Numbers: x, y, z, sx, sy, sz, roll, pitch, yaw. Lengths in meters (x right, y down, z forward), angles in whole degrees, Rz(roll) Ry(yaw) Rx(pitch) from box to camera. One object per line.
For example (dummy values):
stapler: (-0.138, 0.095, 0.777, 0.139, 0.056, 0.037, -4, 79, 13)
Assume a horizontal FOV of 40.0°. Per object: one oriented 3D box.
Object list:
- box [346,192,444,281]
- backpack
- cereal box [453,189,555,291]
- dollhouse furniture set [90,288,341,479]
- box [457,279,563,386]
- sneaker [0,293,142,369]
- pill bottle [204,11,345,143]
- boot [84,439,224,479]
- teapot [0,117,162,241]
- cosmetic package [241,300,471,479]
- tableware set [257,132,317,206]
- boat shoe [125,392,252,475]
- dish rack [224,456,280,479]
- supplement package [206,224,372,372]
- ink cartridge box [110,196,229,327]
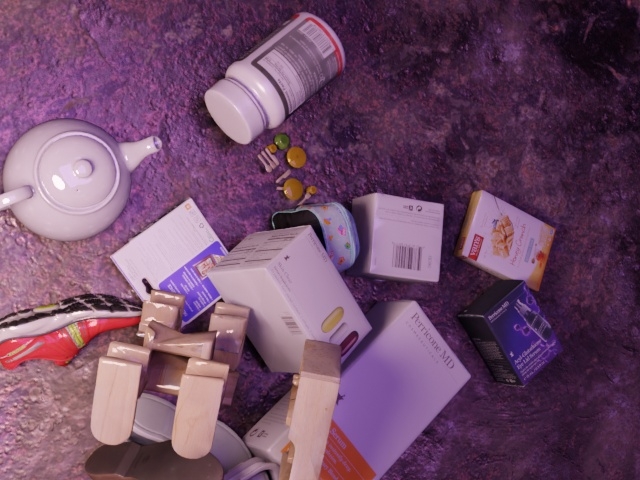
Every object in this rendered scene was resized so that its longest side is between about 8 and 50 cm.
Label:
box: (0.166, -0.002, 1.962, 0.181, 0.119, 0.182, 8, 82, -25)
backpack: (0.000, 0.000, 1.843, 0.144, 0.188, 0.166, -10, 89, -26)
cereal box: (0.450, 0.003, 2.138, 0.240, 0.047, 0.173, 24, 76, -22)
dollhouse furniture set: (-0.180, 0.293, 1.572, 0.394, 0.362, 0.256, 11, 104, -1)
box: (0.451, 0.218, 2.088, 0.153, 0.108, 0.207, -37, 102, -23)
sneaker: (-0.475, 0.177, 1.666, 0.279, 0.107, 0.118, -10, 109, -23)
pill bottle: (-0.095, -0.338, 1.841, 0.283, 0.161, 0.161, -43, 104, -22)
boot: (-0.288, 0.443, 1.621, 0.112, 0.305, 0.115, -55, 131, -44)
teapot: (-0.465, -0.117, 1.630, 0.252, 0.187, 0.256, 25, 76, -22)
cosmetic package: (0.081, 0.357, 1.868, 0.453, 0.161, 0.230, -43, 104, -23)
tableware set: (-0.066, -0.155, 1.919, 0.104, 0.024, 0.154, -44, 103, -25)
boat shoe: (-0.272, 0.395, 1.736, 0.302, 0.091, 0.114, 38, 45, -21)
dish rack: (-0.216, 0.571, 1.701, 0.333, 0.072, 0.285, -28, 133, -25)
supplement package: (-0.061, 0.122, 1.763, 0.145, 0.204, 0.262, -46, 114, -34)
ink cartridge box: (-0.289, 0.054, 1.777, 0.208, 0.045, 0.206, -39, 103, -25)
